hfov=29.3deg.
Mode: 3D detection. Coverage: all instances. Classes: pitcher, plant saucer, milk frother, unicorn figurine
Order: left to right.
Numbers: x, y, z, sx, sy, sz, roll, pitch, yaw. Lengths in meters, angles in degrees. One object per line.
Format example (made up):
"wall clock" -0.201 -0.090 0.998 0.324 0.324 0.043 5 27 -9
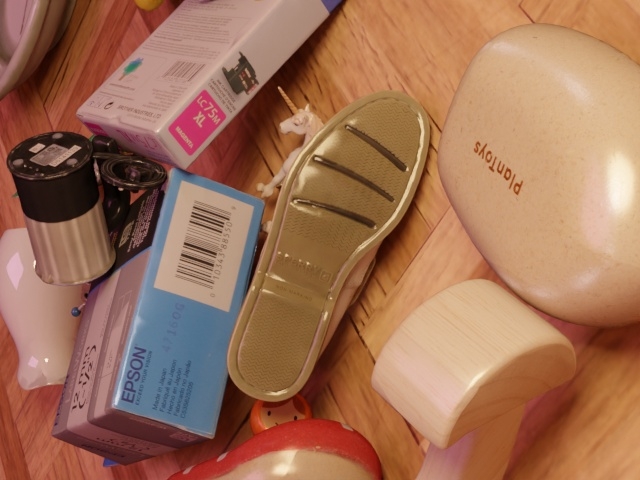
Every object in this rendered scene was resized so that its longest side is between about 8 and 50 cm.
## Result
"plant saucer" -0.446 -0.389 1.828 0.400 0.100 0.400 -16 70 52
"pitcher" -0.374 0.086 1.634 0.178 0.125 0.207 177 88 -69
"milk frother" -0.221 -0.027 1.206 0.143 0.129 0.135 36 144 41
"unicorn figurine" -0.024 -0.059 1.230 0.111 0.060 0.162 -32 75 46

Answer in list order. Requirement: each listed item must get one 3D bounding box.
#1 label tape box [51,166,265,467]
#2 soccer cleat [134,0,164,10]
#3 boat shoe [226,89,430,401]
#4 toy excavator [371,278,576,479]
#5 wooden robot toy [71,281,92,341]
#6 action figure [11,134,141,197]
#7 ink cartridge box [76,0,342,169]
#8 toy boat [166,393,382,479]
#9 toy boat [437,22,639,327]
"label tape box" -0.195 0.098 1.303 0.347 0.115 0.249 -27 48 58
"soccer cleat" -0.194 -0.424 1.469 0.093 0.121 0.289 36 112 52
"boat shoe" 0.000 0.000 1.125 0.302 0.113 0.103 -61 1 -1
"toy excavator" 0.024 0.282 0.946 0.445 0.433 0.222 -40 51 -13
"wooden robot toy" -0.258 0.056 1.527 0.076 0.079 0.173 20 123 12
"action figure" -0.269 -0.105 1.535 0.232 0.137 0.063 -36 79 35
"ink cartridge box" -0.095 -0.212 1.258 0.311 0.065 0.186 -51 34 -14
"toy boat" -0.042 0.208 1.134 0.231 0.151 0.151 -30 43 47
"toy boat" 0.215 -0.096 0.850 0.267 0.148 0.318 60 137 47
